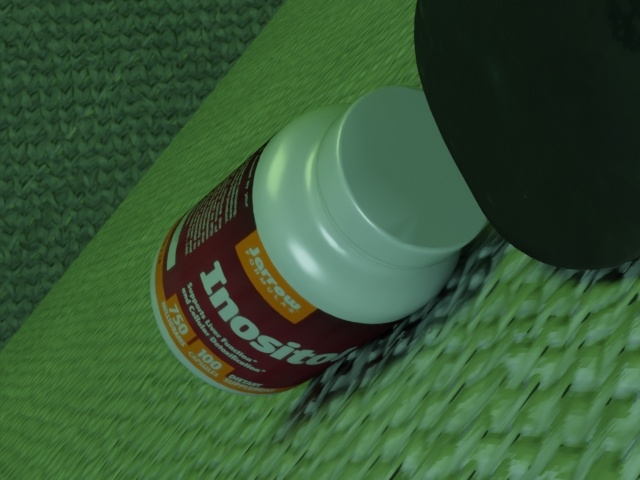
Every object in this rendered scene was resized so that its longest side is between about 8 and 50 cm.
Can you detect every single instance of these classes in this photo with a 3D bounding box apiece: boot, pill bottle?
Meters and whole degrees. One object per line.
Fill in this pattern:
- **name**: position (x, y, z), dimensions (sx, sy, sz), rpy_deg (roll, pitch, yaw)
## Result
- **boot**: position (0.113, -0.076, 0.529), dimensions (0.115, 0.112, 0.305), rpy_deg (-27, -7, -21)
- **pill bottle**: position (0.000, 0.000, 0.750), dimensions (0.086, 0.086, 0.152), rpy_deg (-56, 10, -33)
